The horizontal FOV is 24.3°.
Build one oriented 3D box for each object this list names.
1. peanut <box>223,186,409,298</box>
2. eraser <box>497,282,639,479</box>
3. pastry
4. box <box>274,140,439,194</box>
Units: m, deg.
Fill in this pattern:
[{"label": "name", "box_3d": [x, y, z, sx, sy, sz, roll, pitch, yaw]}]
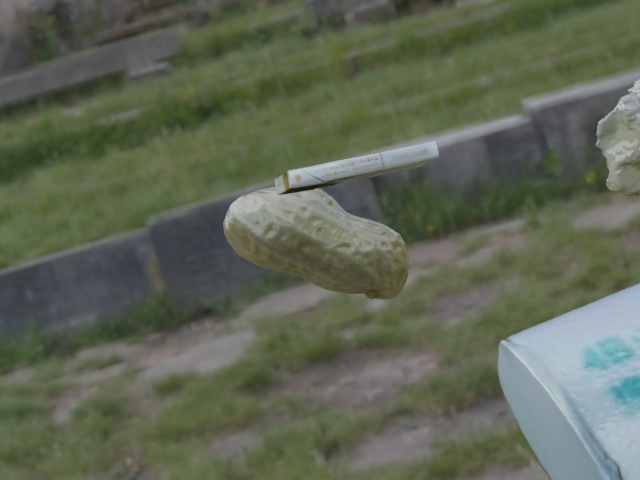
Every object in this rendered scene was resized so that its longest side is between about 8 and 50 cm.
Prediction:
[{"label": "peanut", "box_3d": [0.000, 0.000, 2.364, 0.313, 0.152, 0.152, 21, 0, -9]}, {"label": "eraser", "box_3d": [0.306, 0.107, 1.179, 0.290, 0.104, 0.189, -21, 42, -15]}, {"label": "pastry", "box_3d": [0.401, -0.103, 1.457, 0.258, 0.121, 0.089, -1, 24, 12]}, {"label": "box", "box_3d": [0.051, -0.104, 2.148, 0.220, 0.032, 0.122, -12, -1, -12]}]
